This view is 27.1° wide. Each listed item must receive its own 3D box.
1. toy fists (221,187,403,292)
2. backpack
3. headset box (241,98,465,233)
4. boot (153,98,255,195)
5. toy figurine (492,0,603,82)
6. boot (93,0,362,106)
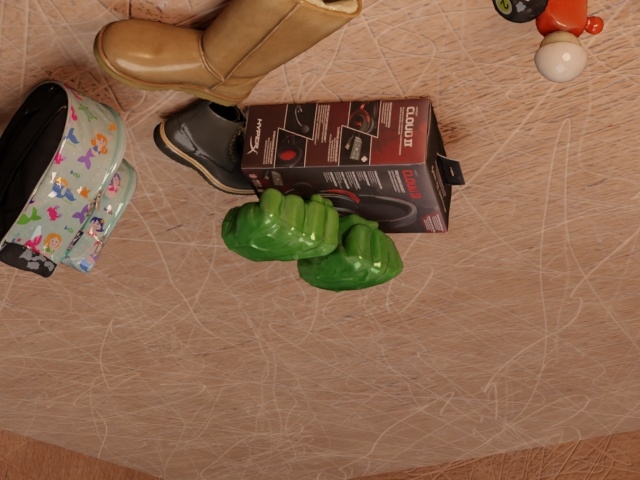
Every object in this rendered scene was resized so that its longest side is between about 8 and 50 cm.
[{"bbox_3d":[0.000,0.000,1.897,0.279,0.096,0.142,25,159,-38],"label":"toy fists"},{"bbox_3d":[-0.371,-0.088,1.849,0.191,0.253,0.225,21,-175,-32],"label":"backpack"},{"bbox_3d":[0.059,-0.101,1.905,0.293,0.110,0.218,-1,154,14],"label":"headset box"},{"bbox_3d":[-0.124,-0.138,1.919,0.198,0.077,0.137,22,146,-34],"label":"boot"},{"bbox_3d":[0.301,-0.278,1.426,0.210,0.148,0.213,-7,152,25],"label":"toy figurine"},{"bbox_3d":[-0.119,-0.268,1.624,0.236,0.089,0.269,8,157,-32],"label":"boot"}]
